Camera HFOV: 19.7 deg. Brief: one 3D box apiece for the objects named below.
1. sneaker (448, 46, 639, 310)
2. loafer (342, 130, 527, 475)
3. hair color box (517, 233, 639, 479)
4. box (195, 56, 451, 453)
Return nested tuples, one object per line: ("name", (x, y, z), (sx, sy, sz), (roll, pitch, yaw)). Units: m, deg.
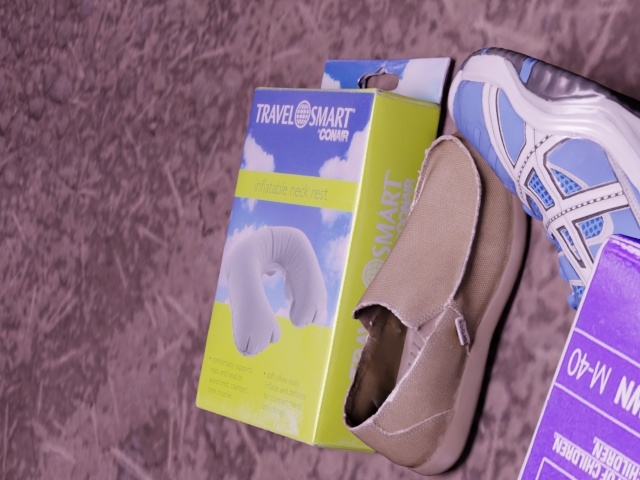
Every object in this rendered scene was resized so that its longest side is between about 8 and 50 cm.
("sneaker", (0.103, -0.010, 0.652), (0.211, 0.080, 0.081), (39, 109, 56))
("loafer", (0.045, 0.023, 0.758), (0.056, 0.050, 0.148), (4, 83, 57))
("hair color box", (0.113, 0.184, 0.477), (0.110, 0.185, 0.338), (34, 109, 54))
("box", (0.000, 0.000, 0.843), (0.109, 0.042, 0.178), (8, 88, 57))
